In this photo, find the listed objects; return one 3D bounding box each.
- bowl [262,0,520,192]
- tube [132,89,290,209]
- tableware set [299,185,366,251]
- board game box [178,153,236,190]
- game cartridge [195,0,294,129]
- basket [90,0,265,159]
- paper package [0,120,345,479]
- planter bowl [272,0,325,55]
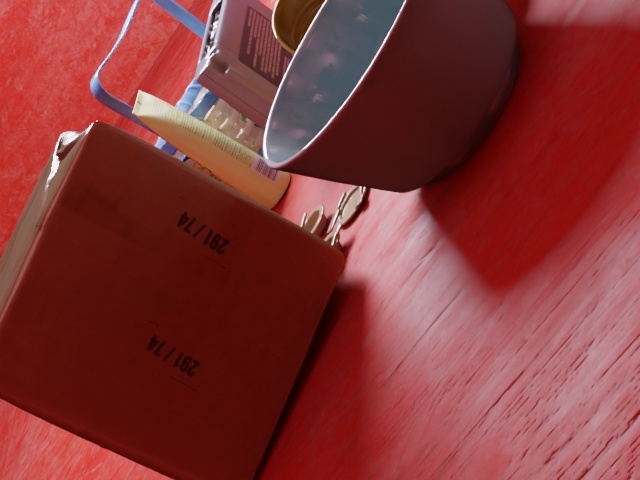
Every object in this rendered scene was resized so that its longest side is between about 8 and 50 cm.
[{"bbox_3d":[0.088,-0.172,1.436,0.311,0.163,0.311,-52,19,25],"label":"bowl"},{"bbox_3d":[-0.155,-0.128,1.934,0.062,0.240,0.070,-64,18,-20],"label":"tube"},{"bbox_3d":[0.000,0.000,1.655,0.168,0.020,0.141,-39,26,51],"label":"tableware set"},{"bbox_3d":[-0.184,-0.030,2.036,0.201,0.136,0.035,-55,18,19],"label":"board game box"},{"bbox_3d":[-0.073,-0.240,1.953,0.062,0.198,0.297,-44,20,23],"label":"game cartridge"},{"bbox_3d":[-0.184,-0.229,2.093,0.201,0.289,0.255,-46,19,46],"label":"basket"},{"bbox_3d":[-0.180,0.075,1.497,0.310,0.324,0.168,-67,20,-10],"label":"paper package"},{"bbox_3d":[0.056,-0.259,1.730,0.217,0.090,0.217,-9,47,10],"label":"planter bowl"}]
